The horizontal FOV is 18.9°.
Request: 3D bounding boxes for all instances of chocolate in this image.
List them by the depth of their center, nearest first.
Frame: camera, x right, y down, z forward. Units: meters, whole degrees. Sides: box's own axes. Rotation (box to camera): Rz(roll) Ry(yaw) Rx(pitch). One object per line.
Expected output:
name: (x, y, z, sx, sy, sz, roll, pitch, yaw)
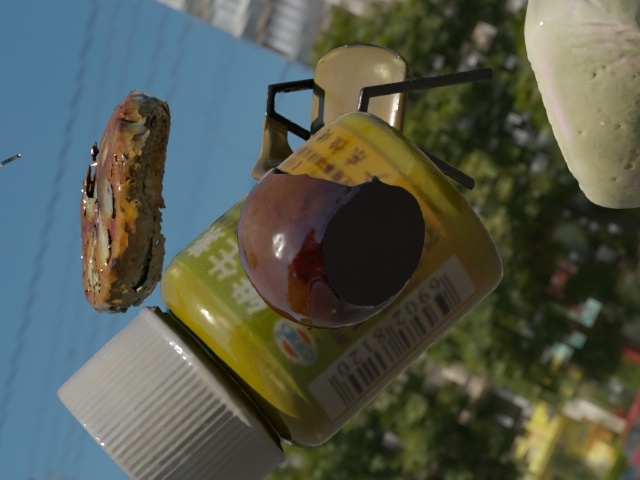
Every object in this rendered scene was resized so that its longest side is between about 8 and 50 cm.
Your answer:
chocolate: (0.000, 0.000, 1.391, 0.127, 0.124, 0.133, -28, 10, -25)

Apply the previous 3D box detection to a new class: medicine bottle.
medicine bottle: (-0.038, 0.079, 1.767, 0.384, 0.224, 0.224, -43, -15, -8)

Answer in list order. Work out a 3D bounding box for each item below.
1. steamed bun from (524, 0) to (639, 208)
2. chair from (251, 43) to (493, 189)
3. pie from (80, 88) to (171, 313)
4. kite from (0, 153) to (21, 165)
steamed bun: (0.260, -0.151, 1.571, 0.238, 0.153, 0.170, 64, -158, -43)
chair: (0.044, -0.132, 2.140, 0.247, 0.159, 0.172, 10, -92, -43)
pie: (-0.236, -0.045, 2.336, 0.308, 0.086, 0.308, -177, 90, -74)
kite: (-0.291, -0.058, 1.602, 0.078, 0.044, 0.002, -45, -9, -6)
